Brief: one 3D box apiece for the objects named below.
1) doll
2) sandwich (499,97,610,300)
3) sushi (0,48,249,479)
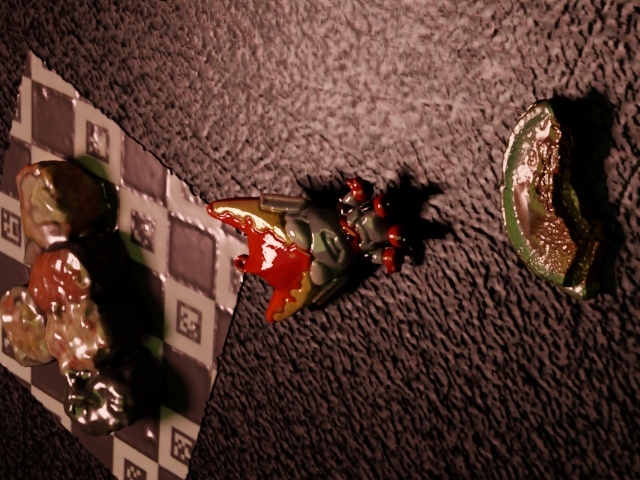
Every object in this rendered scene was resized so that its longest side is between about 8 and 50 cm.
[{"bbox_3d":[0.000,0.000,1.194,0.169,0.057,0.109,-18,108,34],"label":"doll"},{"bbox_3d":[0.148,-0.024,1.050,0.067,0.029,0.135,-8,99,47],"label":"sandwich"},{"bbox_3d":[-0.222,0.057,1.427,0.320,0.068,0.339,40,129,29],"label":"sushi"}]
